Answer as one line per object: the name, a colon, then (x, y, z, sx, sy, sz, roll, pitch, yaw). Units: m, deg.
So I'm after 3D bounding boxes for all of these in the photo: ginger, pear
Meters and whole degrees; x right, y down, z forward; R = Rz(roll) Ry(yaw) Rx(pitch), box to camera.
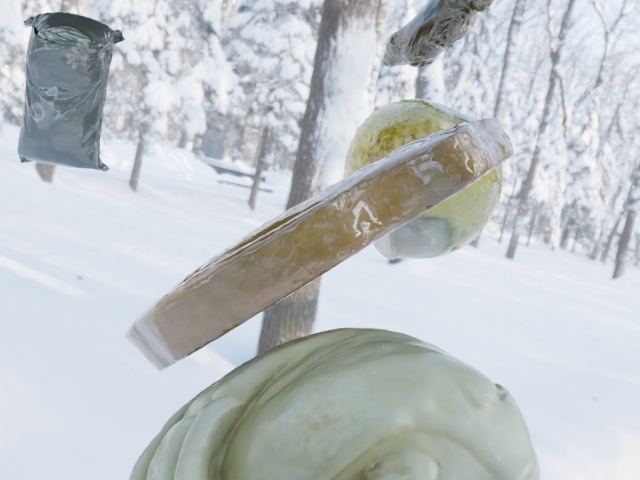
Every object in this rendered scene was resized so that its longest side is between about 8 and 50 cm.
ginger: (0.225, -0.400, 1.081, 0.080, 0.333, 0.166, 23, 37, -36)
pear: (0.162, -0.101, 1.020, 0.271, 0.271, 0.271, 14, 4, -1)

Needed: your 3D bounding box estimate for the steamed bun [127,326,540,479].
steamed bun: (-0.009, 0.181, 0.470, 0.276, 0.289, 0.203, -7, 42, -26)

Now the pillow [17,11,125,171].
pillow: (-0.413, -0.237, 1.049, 0.169, 0.255, 0.059, 9, 13, -2)

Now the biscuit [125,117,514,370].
biscuit: (-0.001, -0.002, 0.593, 0.365, 0.062, 0.385, -30, -2, 0)
